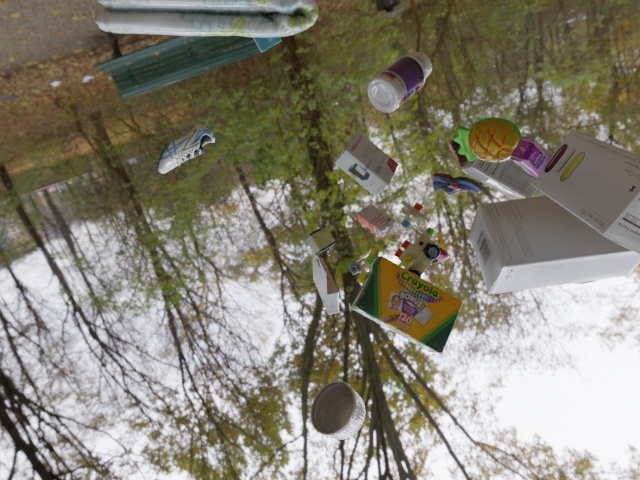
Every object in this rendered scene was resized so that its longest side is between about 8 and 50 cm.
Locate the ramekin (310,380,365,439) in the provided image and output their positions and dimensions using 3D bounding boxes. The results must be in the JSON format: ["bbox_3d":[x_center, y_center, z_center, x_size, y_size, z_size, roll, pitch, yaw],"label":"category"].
[{"bbox_3d":[0.073,0.657,1.678,0.207,0.109,0.207,-28,-143,24],"label":"ramekin"}]

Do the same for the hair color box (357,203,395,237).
[{"bbox_3d":[0.263,-0.095,2.063,0.093,0.053,0.167,-35,-131,-20],"label":"hair color box"}]

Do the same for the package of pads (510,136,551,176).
[{"bbox_3d":[0.408,-0.162,0.846,0.083,0.050,0.032,21,-169,-38],"label":"package of pads"}]

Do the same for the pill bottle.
[{"bbox_3d":[0.232,-0.457,1.244,0.193,0.108,0.108,-43,-153,-26],"label":"pill bottle"}]

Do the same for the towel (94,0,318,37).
[{"bbox_3d":[-0.211,-0.461,0.843,0.374,0.090,0.321,-4,-142,-9],"label":"towel"}]

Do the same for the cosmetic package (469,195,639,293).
[{"bbox_3d":[0.632,-0.001,1.187,0.384,0.156,0.217,-5,-125,0],"label":"cosmetic package"}]

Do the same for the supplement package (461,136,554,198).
[{"bbox_3d":[0.752,-0.310,1.764,0.198,0.262,0.199,-60,177,8],"label":"supplement package"}]

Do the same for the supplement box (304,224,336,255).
[{"bbox_3d":[0.000,0.000,1.712,0.083,0.083,0.056,-30,175,-32],"label":"supplement box"}]

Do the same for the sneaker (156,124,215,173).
[{"bbox_3d":[-0.458,-0.307,1.491,0.237,0.086,0.085,-50,171,-25],"label":"sneaker"}]

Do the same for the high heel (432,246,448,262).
[{"bbox_3d":[0.518,0.090,2.121,0.117,0.082,0.244,-34,-168,-16],"label":"high heel"}]

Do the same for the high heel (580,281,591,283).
[{"bbox_3d":[0.801,0.064,1.504,0.377,0.127,0.181,0,-166,30],"label":"high heel"}]

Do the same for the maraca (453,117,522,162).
[{"bbox_3d":[0.437,-0.260,1.148,0.099,0.127,0.185,-42,-152,-30],"label":"maraca"}]

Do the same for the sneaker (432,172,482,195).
[{"bbox_3d":[0.600,-0.239,1.930,0.221,0.087,0.083,16,-154,25],"label":"sneaker"}]

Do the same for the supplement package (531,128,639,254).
[{"bbox_3d":[0.601,-0.088,0.873,0.203,0.145,0.262,23,-157,-15],"label":"supplement package"}]

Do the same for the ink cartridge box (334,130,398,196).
[{"bbox_3d":[0.148,-0.246,1.392,0.072,0.175,0.127,-44,-169,47],"label":"ink cartridge box"}]

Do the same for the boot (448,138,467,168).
[{"bbox_3d":[0.631,-0.393,1.981,0.059,0.158,0.085,-29,-165,7],"label":"boot"}]

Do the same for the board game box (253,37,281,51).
[{"bbox_3d":[-0.228,-0.779,1.403,0.079,0.254,0.336,-26,-145,10],"label":"board game box"}]

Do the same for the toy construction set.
[{"bbox_3d":[0.257,0.035,1.415,0.328,0.215,0.151,-57,167,20],"label":"toy construction set"}]

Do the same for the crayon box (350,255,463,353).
[{"bbox_3d":[0.248,0.186,1.256,0.165,0.278,0.081,-62,-175,-15],"label":"crayon box"}]

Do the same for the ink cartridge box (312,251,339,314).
[{"bbox_3d":[0.019,0.161,2.005,0.060,0.239,0.275,-9,-147,-11],"label":"ink cartridge box"}]
